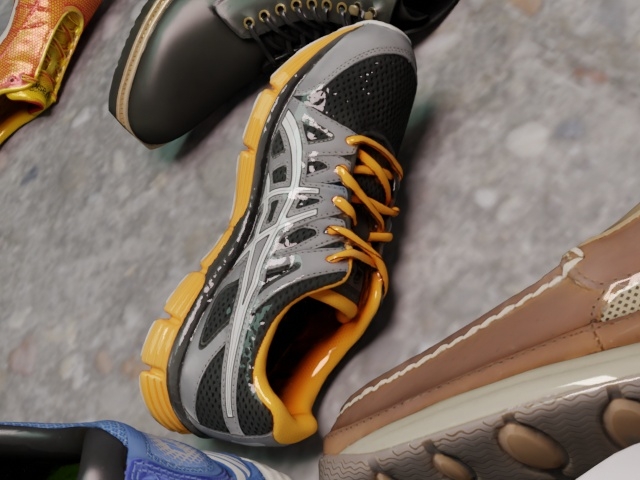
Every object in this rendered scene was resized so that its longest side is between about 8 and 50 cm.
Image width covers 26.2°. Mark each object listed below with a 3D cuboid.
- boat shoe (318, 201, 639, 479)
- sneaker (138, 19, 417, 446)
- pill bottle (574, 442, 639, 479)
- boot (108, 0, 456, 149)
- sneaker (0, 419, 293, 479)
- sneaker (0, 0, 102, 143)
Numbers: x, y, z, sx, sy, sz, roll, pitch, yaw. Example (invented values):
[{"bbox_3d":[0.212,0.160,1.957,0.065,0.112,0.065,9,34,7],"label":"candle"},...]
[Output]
[{"bbox_3d":[0.150,0.026,0.458,0.324,0.123,0.116,-20,40,20],"label":"boat shoe"},{"bbox_3d":[0.000,0.000,0.633,0.083,0.084,0.215,17,80,44],"label":"sneaker"},{"bbox_3d":[0.180,0.155,0.255,0.334,0.188,0.188,21,74,53],"label":"pill bottle"},{"bbox_3d":[-0.016,-0.114,0.742,0.198,0.077,0.137,-51,45,-2],"label":"boot"},{"bbox_3d":[-0.174,0.139,0.620,0.330,0.147,0.129,-21,47,29],"label":"sneaker"},{"bbox_3d":[-0.188,-0.122,0.917,0.067,0.064,0.175,37,92,30],"label":"sneaker"}]
